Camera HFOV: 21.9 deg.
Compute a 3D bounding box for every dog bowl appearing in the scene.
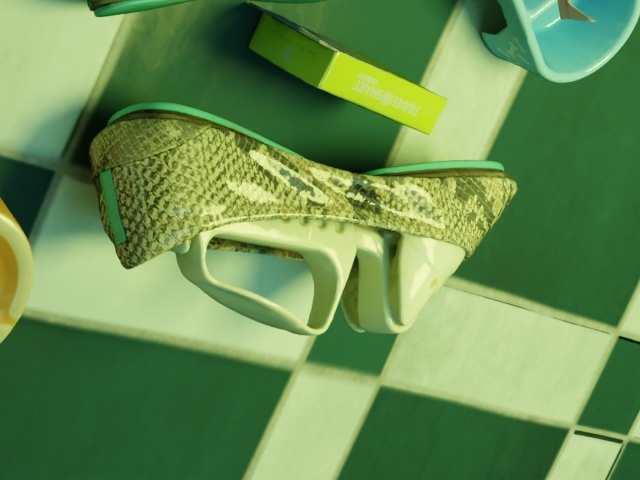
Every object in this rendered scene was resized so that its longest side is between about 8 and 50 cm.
[{"bbox_3d":[0.226,-0.266,1.594,0.166,0.074,0.297,-38,142,-5],"label":"dog bowl"}]

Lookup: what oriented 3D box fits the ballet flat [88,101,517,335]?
[{"bbox_3d":[0.000,0.000,1.497,0.483,0.164,0.182,7,69,-42],"label":"ballet flat"}]

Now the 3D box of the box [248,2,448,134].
[{"bbox_3d":[0.019,-0.152,1.482,0.178,0.109,0.042,18,101,-46],"label":"box"}]

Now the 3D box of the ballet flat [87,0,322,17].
[{"bbox_3d":[-0.093,-0.234,1.370,0.247,0.083,0.087,-11,95,-39],"label":"ballet flat"}]

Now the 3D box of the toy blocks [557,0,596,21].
[{"bbox_3d":[0.083,-0.309,1.323,0.309,0.289,0.260,-32,125,-30],"label":"toy blocks"}]

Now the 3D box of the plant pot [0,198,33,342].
[{"bbox_3d":[-0.311,0.001,1.206,0.205,0.188,0.205,-21,126,-33],"label":"plant pot"}]
